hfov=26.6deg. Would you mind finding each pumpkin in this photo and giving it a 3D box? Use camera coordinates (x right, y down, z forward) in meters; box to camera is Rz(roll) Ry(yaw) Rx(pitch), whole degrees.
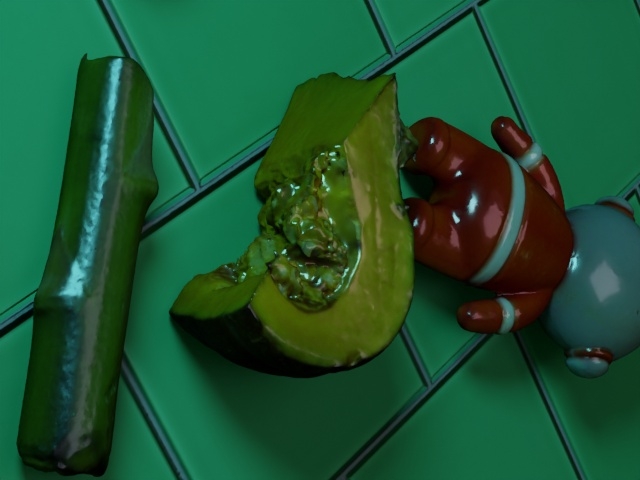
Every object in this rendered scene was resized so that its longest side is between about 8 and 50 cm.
[{"bbox_3d":[0.004,-0.002,0.980,0.126,0.131,0.248,40,63,-22],"label":"pumpkin"}]

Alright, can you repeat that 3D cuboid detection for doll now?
[{"bbox_3d":[0.197,0.013,1.180,0.336,0.105,0.200,25,65,-30],"label":"doll"}]

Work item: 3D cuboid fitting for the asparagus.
[{"bbox_3d":[-0.149,0.015,0.880,0.067,0.060,0.278,14,73,-21],"label":"asparagus"}]
